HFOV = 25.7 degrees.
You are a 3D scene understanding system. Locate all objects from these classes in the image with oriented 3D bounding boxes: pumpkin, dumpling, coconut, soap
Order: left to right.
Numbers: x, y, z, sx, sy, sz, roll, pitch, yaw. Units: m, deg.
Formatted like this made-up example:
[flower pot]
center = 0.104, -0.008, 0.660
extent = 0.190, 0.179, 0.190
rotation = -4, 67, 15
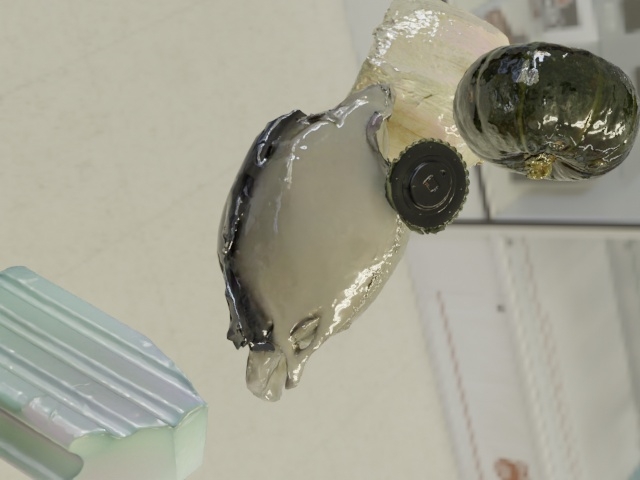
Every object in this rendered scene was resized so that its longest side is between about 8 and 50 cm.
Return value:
[soap]
center = -0.303, 0.173, 1.644
extent = 0.208, 0.347, 0.115
rotation = -34, 143, -48
[dumpling]
center = -0.014, -0.006, 1.225
extent = 0.163, 0.204, 0.293
rotation = 22, 88, -13
[coconut]
center = 0.180, -0.236, 2.264
extent = 0.297, 0.254, 0.297
rotation = 25, 90, -87
[pumpkin]
center = 0.265, -0.146, 1.640
extent = 0.224, 0.224, 0.157
rotation = 26, 71, -50

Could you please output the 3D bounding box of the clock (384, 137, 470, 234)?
[clock]
center = 0.089, -0.046, 1.144
extent = 0.083, 0.010, 0.074
rotation = -43, 105, -25
